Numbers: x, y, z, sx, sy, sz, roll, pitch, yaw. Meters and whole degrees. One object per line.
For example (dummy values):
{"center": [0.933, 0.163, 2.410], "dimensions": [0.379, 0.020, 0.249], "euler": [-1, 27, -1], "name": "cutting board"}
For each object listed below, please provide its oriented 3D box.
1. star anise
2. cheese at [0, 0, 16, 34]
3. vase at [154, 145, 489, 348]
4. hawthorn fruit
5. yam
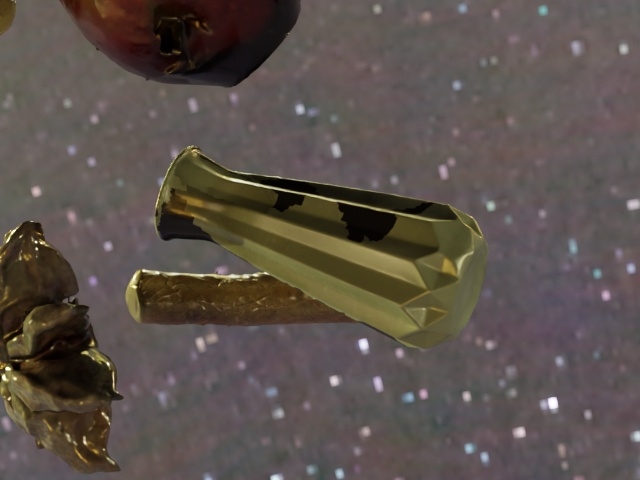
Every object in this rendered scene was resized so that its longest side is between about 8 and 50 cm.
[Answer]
{"center": [-0.311, 0.143, 2.024], "dimensions": [0.139, 0.359, 0.316], "euler": [-18, -152, -17], "name": "star anise"}
{"center": [-0.485, -0.308, 2.229], "dimensions": [0.233, 0.127, 0.266], "euler": [5, -121, -10], "name": "cheese"}
{"center": [0.000, 0.000, 2.048], "dimensions": [0.360, 0.165, 0.165], "euler": [18, -140, 18], "name": "vase"}
{"center": [-0.157, -0.317, 2.111], "dimensions": [0.316, 0.316, 0.316], "euler": [-11, -150, 6], "name": "hawthorn fruit"}
{"center": [-0.069, 0.069, 2.261], "dimensions": [0.357, 0.081, 0.081], "euler": [1, -157, -24], "name": "yam"}
